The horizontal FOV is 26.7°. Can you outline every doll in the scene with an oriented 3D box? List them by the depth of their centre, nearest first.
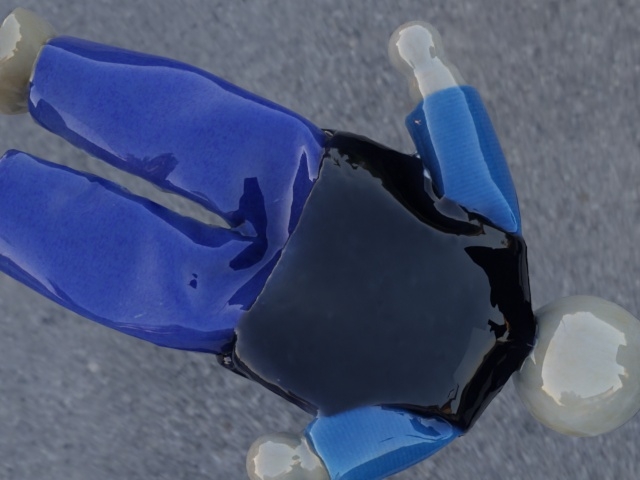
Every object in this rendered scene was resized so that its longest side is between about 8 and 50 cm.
[{"bbox_3d":[0.000,0.000,0.350,0.189,0.046,0.129,24,78,0],"label":"doll"}]
